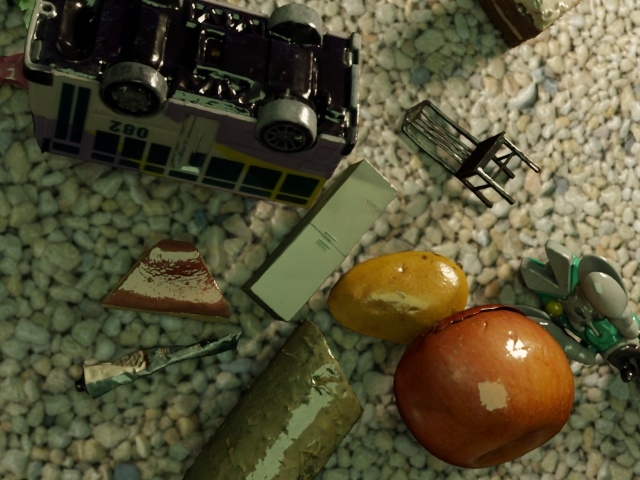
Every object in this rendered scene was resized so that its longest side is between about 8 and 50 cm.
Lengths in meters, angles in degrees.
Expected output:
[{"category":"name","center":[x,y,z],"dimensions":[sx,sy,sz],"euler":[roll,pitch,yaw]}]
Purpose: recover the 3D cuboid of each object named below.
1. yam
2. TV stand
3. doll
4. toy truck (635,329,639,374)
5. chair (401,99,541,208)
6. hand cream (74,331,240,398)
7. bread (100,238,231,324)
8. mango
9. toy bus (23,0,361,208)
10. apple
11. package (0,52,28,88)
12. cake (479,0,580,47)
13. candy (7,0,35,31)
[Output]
[{"category":"yam","center":[-0.056,0.279,1.325],"dimensions":[0.168,0.168,0.304],"euler":[40,79,-9]},{"category":"TV stand","center":[0.000,0.000,1.393],"dimensions":[0.083,0.088,0.269],"euler":[42,79,-9]},{"category":"doll","center":[0.435,0.111,1.454],"dimensions":[0.258,0.153,0.195],"euler":[24,112,9]},{"category":"toy truck","center":[0.664,0.178,1.528],"dimensions":[0.260,0.135,0.128],"euler":[-16,90,-11]},{"category":"chair","center":[0.237,-0.150,1.455],"dimensions":[0.212,0.101,0.084],"euler":[41,78,-10]},{"category":"hand cream","center":[-0.238,0.185,1.333],"dimensions":[0.248,0.075,0.052],"euler":[-12,95,-12]},{"category":"bread","center":[-0.221,0.058,1.344],"dimensions":[0.192,0.067,0.119],"euler":[10,92,-12]},{"category":"mango","center":[0.123,0.093,1.408],"dimensions":[0.227,0.109,0.147],"euler":[-8,93,-13]},{"category":"toy bus","center":[-0.185,-0.210,1.273],"dimensions":[0.440,0.249,0.209],"euler":[11,60,-15]},{"category":"apple","center":[0.246,0.229,1.358],"dimensions":[0.272,0.206,0.251],"euler":[17,121,-45]},{"category":"package","center":[-0.464,-0.246,1.321],"dimensions":[0.083,0.029,0.059],"euler":[-6,85,-6]},{"category":"cake","center":[0.348,-0.412,1.474],"dimensions":[0.134,0.147,0.135],"euler":[-39,95,-14]},{"category":"candy","center":[-0.372,-0.509,1.295],"dimensions":[0.263,0.172,0.397],"euler":[-21,105,-10]}]
